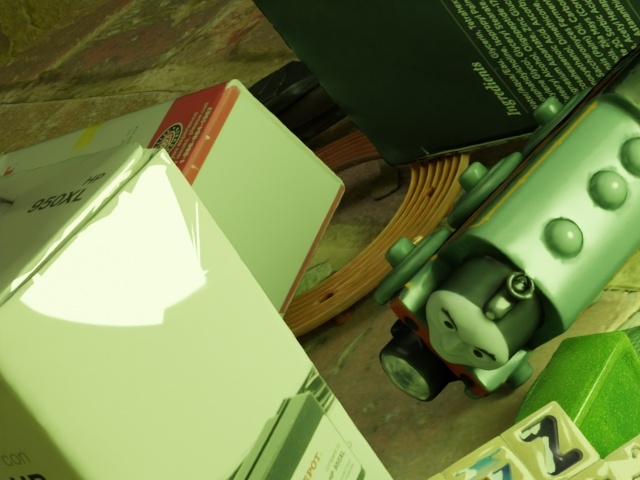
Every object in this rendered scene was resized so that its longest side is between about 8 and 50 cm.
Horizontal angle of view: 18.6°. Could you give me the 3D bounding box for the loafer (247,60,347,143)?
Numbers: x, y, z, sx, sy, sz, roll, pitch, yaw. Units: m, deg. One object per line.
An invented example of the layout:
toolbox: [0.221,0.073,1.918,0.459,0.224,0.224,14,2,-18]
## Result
loafer: [0.028,-0.168,2.103,0.267,0.084,0.096,-22,31,35]

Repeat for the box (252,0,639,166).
box: [0.236,-0.365,1.706,0.472,0.297,0.480,-13,46,35]

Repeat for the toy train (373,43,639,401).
toy train: [0.175,-0.019,1.404,0.334,0.142,0.190,-43,0,-24]

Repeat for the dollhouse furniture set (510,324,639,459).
dollhouse furniture set: [0.160,0.094,1.207,0.198,0.151,0.301,-16,26,41]

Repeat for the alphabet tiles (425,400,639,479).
alphabet tiles: [0.149,0.175,0.977,0.237,0.198,0.009,-29,-21,-26]

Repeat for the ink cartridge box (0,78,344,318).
ink cartridge box: [-0.198,0.037,1.790,0.385,0.160,0.279,-11,46,49]

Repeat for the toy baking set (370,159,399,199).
toy baking set: [0.121,-0.136,1.981,0.256,0.030,0.197,-39,20,-13]

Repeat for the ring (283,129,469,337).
ring: [0.000,0.000,1.827,0.337,0.032,0.336,-31,23,15]

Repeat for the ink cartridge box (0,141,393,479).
ink cartridge box: [-0.114,0.163,1.113,0.285,0.395,0.166,-12,29,47]
